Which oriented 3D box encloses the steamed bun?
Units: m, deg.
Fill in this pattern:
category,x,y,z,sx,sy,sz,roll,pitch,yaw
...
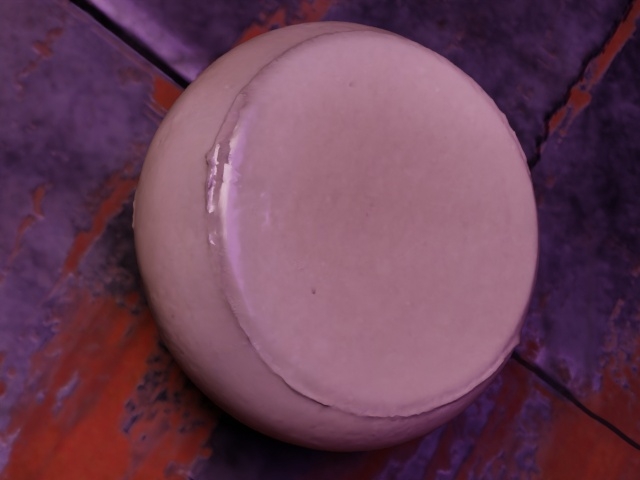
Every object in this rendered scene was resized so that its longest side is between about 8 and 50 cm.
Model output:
category,x,y,z,sx,sy,sz,roll,pitch,yaw
steamed bun,0.000,0.000,1.043,0.231,0.145,0.232,4,82,-29
